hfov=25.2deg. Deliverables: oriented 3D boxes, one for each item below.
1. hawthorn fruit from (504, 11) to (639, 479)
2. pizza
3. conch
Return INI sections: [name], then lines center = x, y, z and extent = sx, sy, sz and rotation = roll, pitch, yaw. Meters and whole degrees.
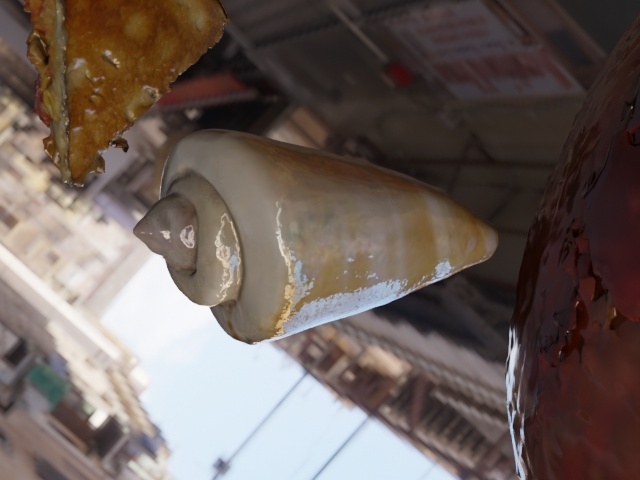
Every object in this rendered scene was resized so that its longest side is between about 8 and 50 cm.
[hawthorn fruit]
center = 0.192, 0.038, 0.440
extent = 0.316, 0.316, 0.316
rotation = -44, -167, 13
[pizza]
center = -0.157, -0.135, 0.976
extent = 0.053, 0.201, 0.193
rotation = 16, -104, 34
[conch]
center = -0.002, 0.011, 0.910
extent = 0.158, 0.255, 0.127
rotation = -19, -118, 62
